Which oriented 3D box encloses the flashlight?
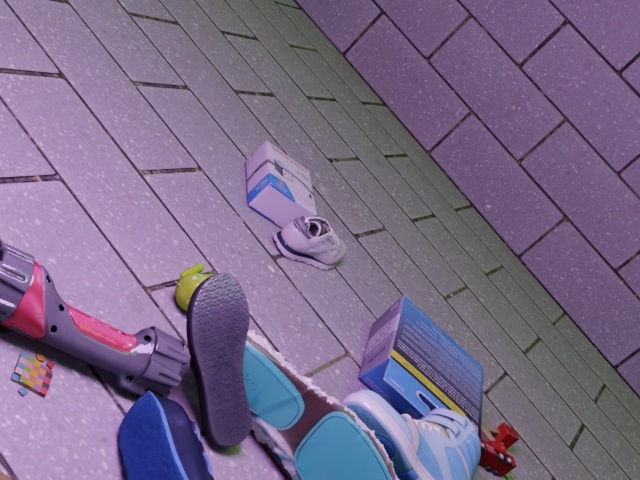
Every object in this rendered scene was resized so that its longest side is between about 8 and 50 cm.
[{"bbox_3d":[-0.320,0.112,1.235,0.304,0.103,0.103,30,23,-31],"label":"flashlight"}]

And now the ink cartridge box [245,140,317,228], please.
[{"bbox_3d":[-0.091,-0.119,2.052,0.139,0.082,0.191,34,27,-27],"label":"ink cartridge box"}]

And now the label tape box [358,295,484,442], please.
[{"bbox_3d":[0.203,0.294,1.832,0.249,0.115,0.348,42,25,-8],"label":"label tape box"}]

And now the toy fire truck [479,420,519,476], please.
[{"bbox_3d":[0.361,0.432,1.952,0.192,0.047,0.135,32,26,-28],"label":"toy fire truck"}]

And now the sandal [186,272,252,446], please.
[{"bbox_3d":[-0.156,0.175,1.336,0.097,0.054,0.254,-3,93,-36],"label":"sandal"}]

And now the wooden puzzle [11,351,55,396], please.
[{"bbox_3d":[-0.369,0.172,1.169,0.049,0.006,0.083,36,24,-23],"label":"wooden puzzle"}]

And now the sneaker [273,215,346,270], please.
[{"bbox_3d":[0.000,0.000,1.994,0.235,0.095,0.090,10,40,-57],"label":"sneaker"}]

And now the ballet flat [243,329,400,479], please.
[{"bbox_3d":[-0.027,0.285,1.430,0.409,0.147,0.147,48,22,4],"label":"ballet flat"}]

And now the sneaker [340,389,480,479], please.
[{"bbox_3d":[0.159,0.330,1.554,0.319,0.127,0.208,57,44,-21],"label":"sneaker"}]

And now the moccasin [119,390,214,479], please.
[{"bbox_3d":[-0.155,0.326,1.117,0.117,0.137,0.342,33,26,-38],"label":"moccasin"}]

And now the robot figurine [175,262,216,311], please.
[{"bbox_3d":[-0.197,0.089,1.530,0.115,0.067,0.101,7,44,-57],"label":"robot figurine"}]

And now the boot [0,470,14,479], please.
[{"bbox_3d":[-0.304,0.329,0.913,0.269,0.089,0.236,39,23,-18],"label":"boot"}]
